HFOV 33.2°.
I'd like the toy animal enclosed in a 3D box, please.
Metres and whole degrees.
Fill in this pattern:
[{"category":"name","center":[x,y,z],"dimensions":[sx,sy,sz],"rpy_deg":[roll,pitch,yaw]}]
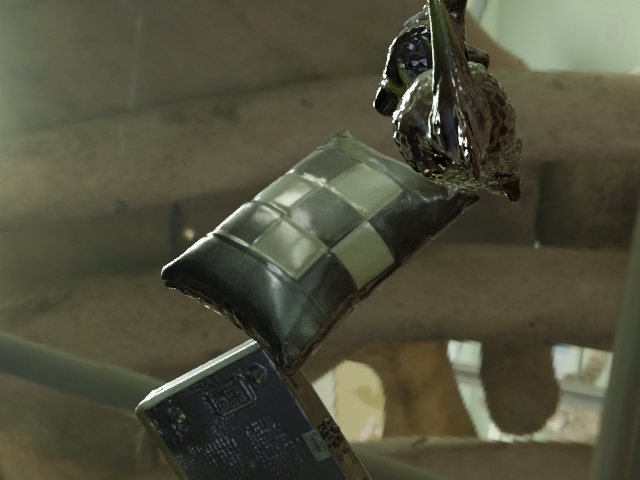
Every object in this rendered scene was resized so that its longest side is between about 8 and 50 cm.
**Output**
[{"category":"toy animal","center":[0.062,-0.054,0.466],"dimensions":[0.105,0.070,0.202],"rpy_deg":[56,-170,-6]}]

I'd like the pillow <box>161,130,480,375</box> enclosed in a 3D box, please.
[{"category":"pillow","center":[0.000,0.000,0.980],"dimensions":[0.250,0.186,0.106],"rpy_deg":[-40,-42,-22]}]

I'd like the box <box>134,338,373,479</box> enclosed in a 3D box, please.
[{"category":"box","center":[-0.050,0.243,1.123],"dimensions":[0.270,0.211,0.045],"rpy_deg":[59,-152,-6]}]
